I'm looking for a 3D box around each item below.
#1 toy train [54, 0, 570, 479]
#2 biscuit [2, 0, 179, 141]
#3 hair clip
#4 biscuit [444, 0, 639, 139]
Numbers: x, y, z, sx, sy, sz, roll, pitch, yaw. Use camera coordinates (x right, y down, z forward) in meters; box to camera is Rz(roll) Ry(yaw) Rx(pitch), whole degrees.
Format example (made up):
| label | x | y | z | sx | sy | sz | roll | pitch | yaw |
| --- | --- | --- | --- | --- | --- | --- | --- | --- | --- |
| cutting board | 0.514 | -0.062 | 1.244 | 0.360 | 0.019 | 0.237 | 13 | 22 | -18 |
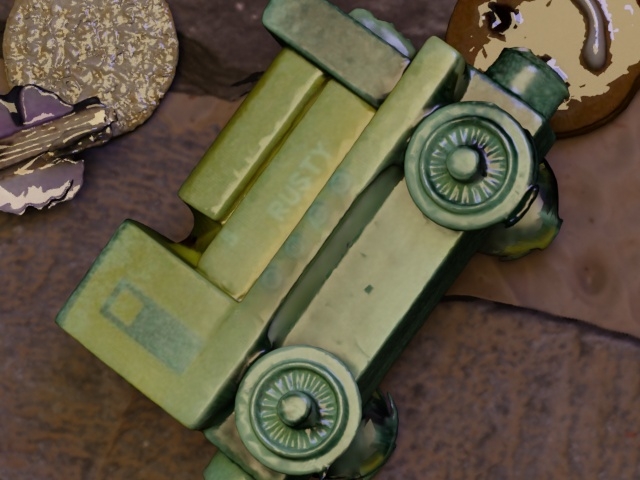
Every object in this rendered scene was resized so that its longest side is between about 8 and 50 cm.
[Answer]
| label | x | y | z | sx | sy | sz | roll | pitch | yaw |
| --- | --- | --- | --- | --- | --- | --- | --- | --- | --- |
| toy train | 0.000 | 0.000 | 1.200 | 0.253 | 0.160 | 0.397 | 37 | 92 | 17 |
| biscuit | -0.184 | -0.151 | 1.318 | 0.152 | 0.020 | 0.152 | -1 | 85 | 9 |
| hair clip | -0.295 | -0.056 | 1.288 | 0.292 | 0.084 | 0.106 | -17 | 85 | 4 |
| biscuit | 0.287 | -0.222 | 1.238 | 0.432 | 0.064 | 0.283 | -29 | 79 | 3 |
